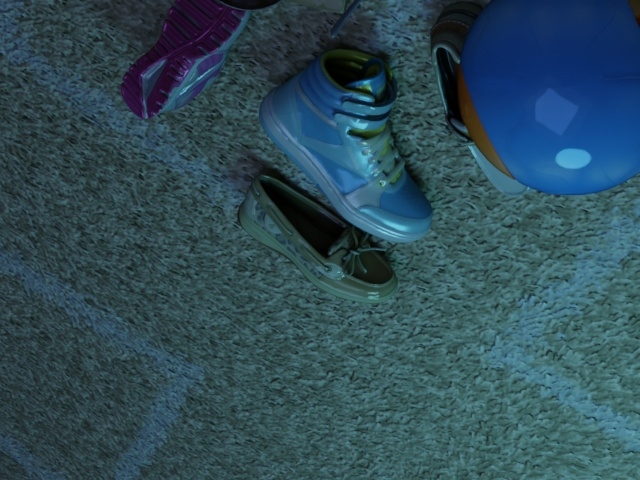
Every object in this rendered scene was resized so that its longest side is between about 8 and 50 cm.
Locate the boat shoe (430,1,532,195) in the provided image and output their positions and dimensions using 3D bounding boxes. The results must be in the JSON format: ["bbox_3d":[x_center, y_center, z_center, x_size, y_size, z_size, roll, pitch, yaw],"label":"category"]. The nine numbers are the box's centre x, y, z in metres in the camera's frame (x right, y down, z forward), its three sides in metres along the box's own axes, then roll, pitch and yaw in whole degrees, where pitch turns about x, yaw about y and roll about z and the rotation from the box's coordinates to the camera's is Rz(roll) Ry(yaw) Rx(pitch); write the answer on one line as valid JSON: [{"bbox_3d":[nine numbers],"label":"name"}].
[{"bbox_3d":[0.223,-0.177,2.028,0.113,0.103,0.302,-10,121,34],"label":"boat shoe"}]

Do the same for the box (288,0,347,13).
[{"bbox_3d":[-0.030,-0.423,1.984,0.164,0.021,0.201,15,122,9],"label":"box"}]

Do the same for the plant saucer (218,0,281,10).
[{"bbox_3d":[-0.104,-0.408,2.044,0.168,0.029,0.168,6,120,11],"label":"plant saucer"}]

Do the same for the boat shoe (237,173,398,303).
[{"bbox_3d":[0.000,0.000,2.290,0.285,0.104,0.089,29,137,4],"label":"boat shoe"}]

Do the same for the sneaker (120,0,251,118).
[{"bbox_3d":[-0.188,-0.288,2.163,0.252,0.111,0.103,-43,79,23],"label":"sneaker"}]

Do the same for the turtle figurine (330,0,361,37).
[{"bbox_3d":[0.106,-0.429,1.748,0.275,0.266,0.198,-17,127,20],"label":"turtle figurine"}]

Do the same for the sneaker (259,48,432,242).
[{"bbox_3d":[0.077,-0.145,2.117,0.319,0.127,0.208,40,135,-8],"label":"sneaker"}]

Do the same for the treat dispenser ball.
[{"bbox_3d":[0.316,-0.200,1.830,0.288,0.288,0.288,15,132,17],"label":"treat dispenser ball"}]
